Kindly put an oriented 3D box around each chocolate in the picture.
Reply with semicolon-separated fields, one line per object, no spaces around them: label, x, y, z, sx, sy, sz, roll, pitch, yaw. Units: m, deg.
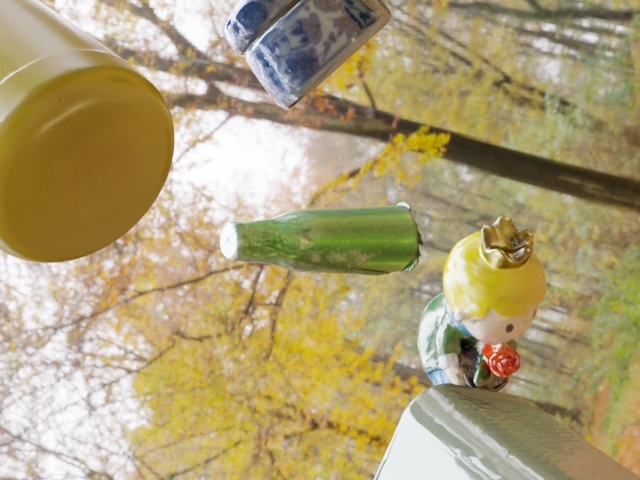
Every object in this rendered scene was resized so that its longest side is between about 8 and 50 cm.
chocolate;0.000;0.000;1.263;0.291;0.110;0.110;-1;-68;-30

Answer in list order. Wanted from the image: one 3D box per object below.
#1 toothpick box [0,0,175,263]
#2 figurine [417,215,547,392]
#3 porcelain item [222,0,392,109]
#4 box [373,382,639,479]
toothpick box;-0.264;-0.120;0.741;0.175;0.271;0.175;-34;-34;-27
figurine;0.190;0.096;0.990;0.234;0.127;0.185;125;144;-52
porcelain item;-0.016;-0.217;0.880;0.147;0.114;0.147;-40;8;7
box;0.153;0.329;0.602;0.177;0.344;0.352;15;-78;-35
